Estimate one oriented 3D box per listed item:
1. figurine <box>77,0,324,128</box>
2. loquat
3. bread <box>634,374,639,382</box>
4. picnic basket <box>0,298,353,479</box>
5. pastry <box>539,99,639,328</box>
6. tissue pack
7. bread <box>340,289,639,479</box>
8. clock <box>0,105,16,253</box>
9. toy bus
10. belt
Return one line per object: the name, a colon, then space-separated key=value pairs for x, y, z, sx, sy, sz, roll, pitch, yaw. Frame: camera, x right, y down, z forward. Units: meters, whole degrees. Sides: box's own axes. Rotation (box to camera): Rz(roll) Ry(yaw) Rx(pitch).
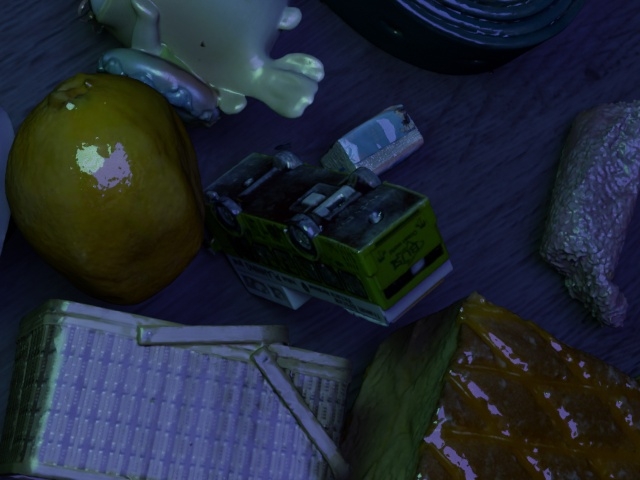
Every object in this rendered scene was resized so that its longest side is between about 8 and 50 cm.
figurine: x=-0.142 y=-0.145 z=1.544 sx=0.275 sy=0.226 sz=0.394 roll=19 pitch=81 yaw=21
loquat: x=-0.190 y=-0.043 z=1.382 sx=0.176 sy=0.234 sz=0.187 roll=-1 pitch=47 yaw=17
bread: x=0.451 y=0.153 z=1.769 sx=0.226 sy=0.049 sz=0.088 roll=-31 pitch=89 yaw=-22
picnic basket: x=-0.137 y=0.163 z=1.470 sx=0.313 sy=0.228 sz=0.175 roll=12 pitch=78 yaw=-15
pastry: x=0.311 y=-0.040 z=1.738 sx=0.112 sy=0.103 sz=0.265 roll=12 pitch=73 yaw=-9
tissue pack: x=0.057 y=-0.099 z=1.676 sx=0.094 sy=0.074 sz=0.058 roll=-33 pitch=87 yaw=-25
bread: x=0.168 y=0.239 z=1.541 sx=0.279 sy=0.207 sz=0.279 roll=28 pitch=61 yaw=-19
clock: x=-0.332 y=-0.027 z=1.457 sx=0.064 sy=0.198 sz=0.172 roll=8 pitch=43 yaw=-39
toy bus: x=0.000 y=0.000 z=1.509 sx=0.113 sy=0.302 sz=0.139 roll=-39 pitch=118 yaw=-22
belt: x=0.113 y=-0.389 z=1.706 sx=0.300 sy=0.173 sz=0.436 roll=-40 pitch=92 yaw=-19
